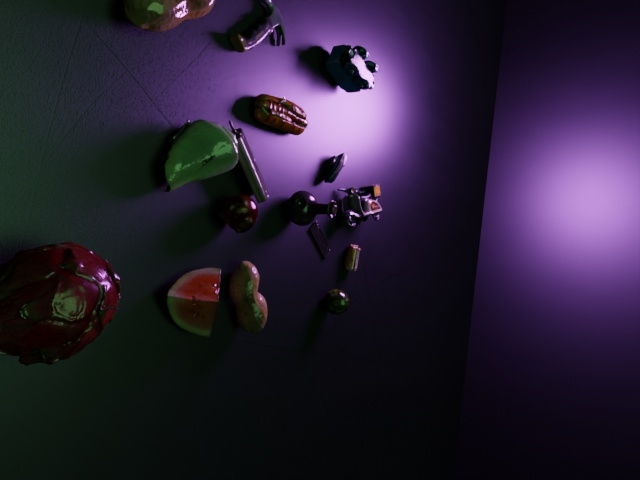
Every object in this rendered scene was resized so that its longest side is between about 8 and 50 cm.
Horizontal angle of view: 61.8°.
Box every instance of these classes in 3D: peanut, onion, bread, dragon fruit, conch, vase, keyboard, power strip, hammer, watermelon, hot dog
[{"bbox_3d":[-0.373,-0.595,1.321,0.274,0.111,0.125,-45,124,-42],"label":"peanut"},{"bbox_3d":[-0.235,-0.080,1.565,0.117,0.118,0.119,69,38,-64],"label":"onion"},{"bbox_3d":[0.126,0.068,2.130,0.072,0.053,0.106,5,92,-77],"label":"bread"},{"bbox_3d":[-0.540,0.132,1.061,0.298,0.244,0.245,-36,122,-43],"label":"dragon fruit"},{"bbox_3d":[-0.220,0.175,1.630,0.103,0.098,0.230,-108,-172,-70],"label":"peanut"},{"bbox_3d":[-0.329,-0.239,1.435,0.250,0.137,0.144,-19,137,-32],"label":"conch"},{"bbox_3d":[-0.026,-0.106,1.788,0.120,0.182,0.120,-9,101,-54],"label":"vase"},{"bbox_3d":[0.000,0.000,1.981,0.053,0.010,0.155,-54,134,-34],"label":"keyboard"},{"bbox_3d":[-0.219,-0.238,1.602,0.092,0.034,0.268,-99,170,-58],"label":"power strip"},{"bbox_3d":[-0.188,-0.638,1.629,0.226,0.041,0.159,-55,132,-36],"label":"hammer"},{"bbox_3d":[0.060,0.234,2.019,0.109,0.108,0.109,-8,100,-53],"label":"watermelon"},{"bbox_3d":[-0.115,-0.406,1.727,0.250,0.076,0.104,10,85,-52],"label":"hot dog"},{"bbox_3d":[-0.335,0.153,1.478,0.145,0.137,0.193,-100,163,-49],"label":"watermelon"}]

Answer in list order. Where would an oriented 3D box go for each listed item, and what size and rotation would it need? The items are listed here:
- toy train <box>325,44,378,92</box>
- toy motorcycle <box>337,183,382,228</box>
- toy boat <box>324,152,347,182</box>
[{"bbox_3d":[0.115,-0.625,1.951,0.198,0.154,0.107,41,65,-47],"label":"toy train"},{"bbox_3d":[0.157,-0.141,2.121,0.263,0.090,0.157,-17,100,-54],"label":"toy motorcycle"},{"bbox_3d":[0.050,-0.264,1.983,0.060,0.055,0.141,40,60,-22],"label":"toy boat"}]
